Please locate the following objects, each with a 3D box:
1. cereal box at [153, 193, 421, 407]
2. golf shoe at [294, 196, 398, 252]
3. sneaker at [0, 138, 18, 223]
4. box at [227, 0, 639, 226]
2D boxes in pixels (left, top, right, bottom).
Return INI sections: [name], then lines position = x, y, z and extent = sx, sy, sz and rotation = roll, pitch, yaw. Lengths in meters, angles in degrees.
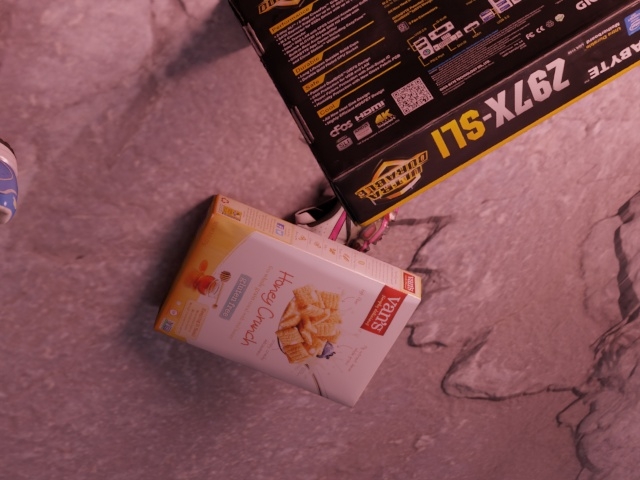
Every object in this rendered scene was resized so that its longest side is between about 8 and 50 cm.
[cereal box]
position = -0.035, 0.068, 1.432
extent = 0.240, 0.047, 0.173
rotation = 22, 123, -10
[golf shoe]
position = 0.000, 0.000, 1.456
extent = 0.086, 0.067, 0.186
rotation = 35, 120, -13
[sneaker]
position = -0.368, -0.029, 1.190
extent = 0.211, 0.081, 0.080
rotation = -20, 142, -8
[box]
position = 0.109, -0.193, 1.148
extent = 0.322, 0.257, 0.079
rotation = -31, 140, 3
